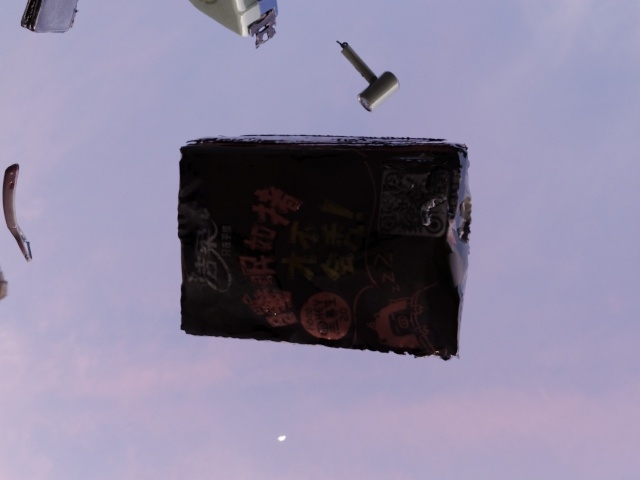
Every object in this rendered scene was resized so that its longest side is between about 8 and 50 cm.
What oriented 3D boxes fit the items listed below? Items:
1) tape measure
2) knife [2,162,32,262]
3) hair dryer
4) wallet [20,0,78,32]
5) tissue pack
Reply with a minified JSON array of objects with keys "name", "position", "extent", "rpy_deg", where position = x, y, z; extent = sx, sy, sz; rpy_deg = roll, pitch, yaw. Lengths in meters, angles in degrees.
[{"name":"tape measure","position":[-0.214,-0.477,0.742],"extent":[0.351,0.215,0.098],"rpy_deg":[37,-113,21]},{"name":"knife","position":[-0.812,-0.073,1.250],"extent":[0.123,0.053,0.278],"rpy_deg":[45,-46,36]},{"name":"hair dryer","position":[0.063,-0.268,0.740],"extent":[0.063,0.038,0.124],"rpy_deg":[-41,-90,-6]},{"name":"wallet","position":[-0.553,-0.546,0.993],"extent":[0.036,0.167,0.222],"rpy_deg":[27,-67,-11]},{"name":"tissue pack","position":[0.000,0.000,0.548],"extent":[0.332,0.123,0.245],"rpy_deg":[3,-85,12]}]
